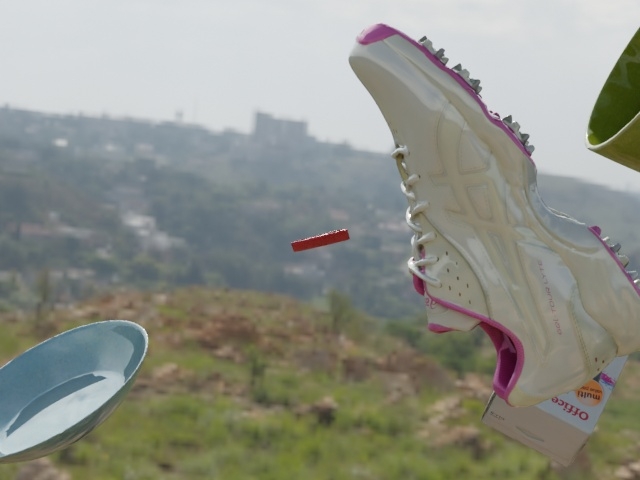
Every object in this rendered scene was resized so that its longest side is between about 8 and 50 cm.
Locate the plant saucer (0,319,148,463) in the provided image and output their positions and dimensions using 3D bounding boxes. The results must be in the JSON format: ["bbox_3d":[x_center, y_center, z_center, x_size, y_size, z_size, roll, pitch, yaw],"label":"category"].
[{"bbox_3d":[-0.229,0.140,1.256,0.195,0.037,0.195,-22,24,10],"label":"plant saucer"}]

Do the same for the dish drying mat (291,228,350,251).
[{"bbox_3d":[0.000,0.000,2.086,0.083,0.008,0.032,-15,-26,1],"label":"dish drying mat"}]

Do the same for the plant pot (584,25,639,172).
[{"bbox_3d":[0.511,-0.146,1.711,0.293,0.274,0.275,32,0,-7],"label":"plant pot"}]

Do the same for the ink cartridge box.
[{"bbox_3d":[0.297,0.162,1.790,0.128,0.176,0.127,26,-25,9],"label":"ink cartridge box"}]

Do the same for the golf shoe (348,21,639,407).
[{"bbox_3d":[0.104,-0.015,1.040,0.306,0.140,0.115,51,0,1],"label":"golf shoe"}]
